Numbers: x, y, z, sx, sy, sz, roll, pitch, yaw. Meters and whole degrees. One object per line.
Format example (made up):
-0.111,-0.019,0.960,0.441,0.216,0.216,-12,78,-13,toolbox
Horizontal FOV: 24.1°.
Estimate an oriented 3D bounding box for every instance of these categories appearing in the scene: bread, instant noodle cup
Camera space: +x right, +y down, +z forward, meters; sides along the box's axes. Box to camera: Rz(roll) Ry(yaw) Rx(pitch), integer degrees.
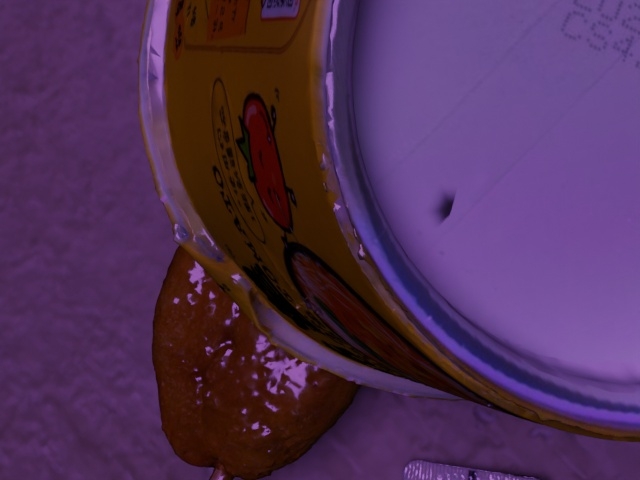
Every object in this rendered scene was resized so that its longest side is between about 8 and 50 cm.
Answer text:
-0.001,0.000,0.776,0.124,0.084,0.344,25,94,17,bread
0.097,-0.066,0.605,0.325,0.254,0.326,-1,97,-11,instant noodle cup

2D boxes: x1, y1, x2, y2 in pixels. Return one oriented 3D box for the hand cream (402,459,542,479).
0.066,0.233,0.762,0.080,0.050,0.234,5,83,20,hand cream
